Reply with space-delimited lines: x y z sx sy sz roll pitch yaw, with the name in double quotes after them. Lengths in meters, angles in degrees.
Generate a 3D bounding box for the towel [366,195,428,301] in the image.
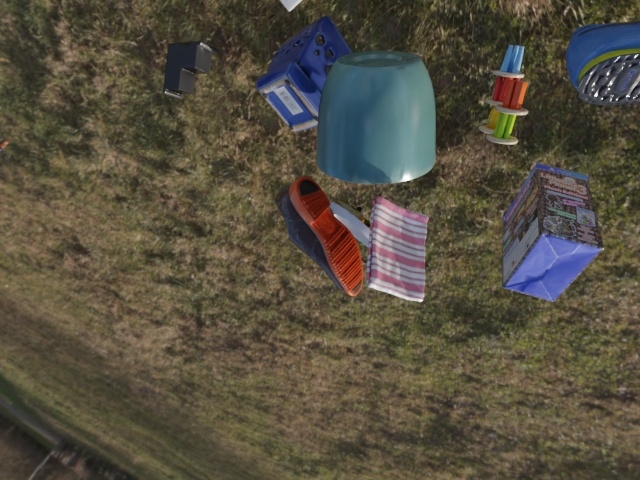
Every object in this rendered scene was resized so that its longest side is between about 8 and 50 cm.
0.162 0.018 0.830 0.144 0.196 0.029 18 158 -27 "towel"

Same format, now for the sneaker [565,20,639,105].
0.332 -0.163 0.357 0.210 0.082 0.069 7 150 7 "sneaker"

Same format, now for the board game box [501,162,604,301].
0.616 -0.025 1.107 0.141 0.290 0.231 16 139 8 "board game box"

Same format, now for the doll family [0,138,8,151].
-0.560 -0.135 0.567 0.076 0.193 0.111 -6 101 59 "doll family"

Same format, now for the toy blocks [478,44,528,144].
0.325 -0.253 0.695 0.054 0.123 0.147 8 119 6 "toy blocks"

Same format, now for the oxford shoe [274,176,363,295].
0.000 0.000 0.847 0.099 0.097 0.271 -19 103 43 "oxford shoe"

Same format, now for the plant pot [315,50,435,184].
0.129 -0.300 0.935 0.294 0.293 0.234 7 125 15 "plant pot"

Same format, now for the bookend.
-0.411 -0.532 1.269 0.158 0.072 0.156 13 98 32 "bookend"

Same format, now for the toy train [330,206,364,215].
0.044 -0.068 1.106 0.159 0.036 0.027 -5 120 35 "toy train"

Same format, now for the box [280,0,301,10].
-0.042 -0.570 0.739 0.181 0.119 0.182 -29 118 33 "box"

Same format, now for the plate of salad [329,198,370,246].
0.101 -0.037 0.997 0.200 0.048 0.200 40 176 4 "plate of salad"

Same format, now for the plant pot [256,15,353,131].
-0.037 -0.471 1.205 0.236 0.212 0.236 6 145 53 "plant pot"
